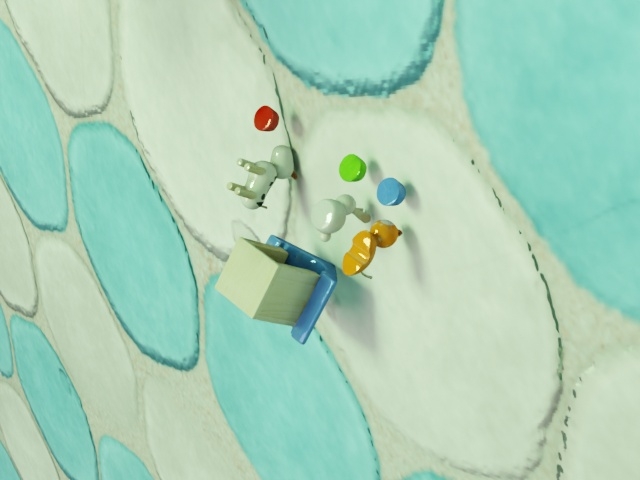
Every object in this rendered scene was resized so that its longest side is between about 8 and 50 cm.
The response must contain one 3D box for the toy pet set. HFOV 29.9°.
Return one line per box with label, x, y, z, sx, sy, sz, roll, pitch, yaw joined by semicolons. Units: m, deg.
toy pet set;0.000;0.000;0.683;0.122;0.065;0.114;36;103;40
